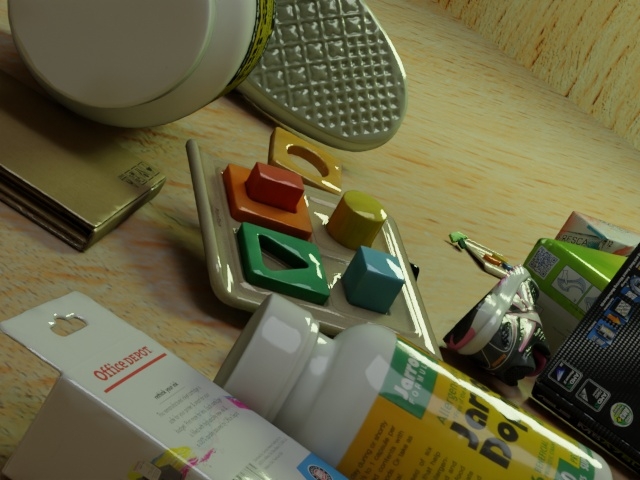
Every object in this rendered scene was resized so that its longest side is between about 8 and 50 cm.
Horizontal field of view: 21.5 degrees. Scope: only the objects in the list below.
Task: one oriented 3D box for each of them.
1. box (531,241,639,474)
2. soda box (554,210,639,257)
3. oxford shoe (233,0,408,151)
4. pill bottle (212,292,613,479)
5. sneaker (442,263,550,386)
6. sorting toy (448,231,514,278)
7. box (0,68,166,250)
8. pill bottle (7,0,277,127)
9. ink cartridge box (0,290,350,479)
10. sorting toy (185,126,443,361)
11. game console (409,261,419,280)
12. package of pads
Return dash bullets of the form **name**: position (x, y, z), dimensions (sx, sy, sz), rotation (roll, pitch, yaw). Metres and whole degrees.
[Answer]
- **box**: position (0.299, 0.103, 1.362), dimensions (0.184, 0.191, 0.045), rotation (36, -18, 15)
- **soda box**: position (0.346, 0.019, 1.966), dimensions (0.183, 0.058, 0.063), rotation (14, 23, -49)
- **oxford shoe**: position (-0.099, -0.246, 1.761), dimensions (0.449, 0.169, 0.130), rotation (35, -21, 5)
- **pill bottle**: position (0.041, 0.117, 0.902), dimensions (0.208, 0.118, 0.117), rotation (31, 15, -5)
- **sneaker**: position (0.155, 0.080, 1.391), dimensions (0.077, 0.072, 0.178), rotation (46, 24, 4)
- **sorting toy**: position (0.167, 0.016, 1.694), dimensions (0.083, 0.012, 0.062), rotation (25, 17, -28)
- **box**: position (-0.202, -0.065, 1.178), dimensions (0.164, 0.021, 0.201), rotation (33, 15, 1)
- **pill bottle**: position (-0.137, -0.186, 1.320), dimensions (0.188, 0.188, 0.334), rotation (32, 9, -2)
- **ink cartridge box**: position (-0.077, 0.105, 0.806), dimensions (0.181, 0.062, 0.104), rotation (35, 14, 8)
- **sorting toy**: position (0.000, 0.000, 1.210), dimensions (0.196, 0.047, 0.348), rotation (21, 29, -25)
- **game console**: position (0.016, 0.036, 1.322), dimensions (0.122, 0.071, 0.107), rotation (22, -12, -38)
- **package of pads**: position (0.326, 0.108, 1.556), dimensions (0.229, 0.101, 0.296), rotation (40, 17, 31)
